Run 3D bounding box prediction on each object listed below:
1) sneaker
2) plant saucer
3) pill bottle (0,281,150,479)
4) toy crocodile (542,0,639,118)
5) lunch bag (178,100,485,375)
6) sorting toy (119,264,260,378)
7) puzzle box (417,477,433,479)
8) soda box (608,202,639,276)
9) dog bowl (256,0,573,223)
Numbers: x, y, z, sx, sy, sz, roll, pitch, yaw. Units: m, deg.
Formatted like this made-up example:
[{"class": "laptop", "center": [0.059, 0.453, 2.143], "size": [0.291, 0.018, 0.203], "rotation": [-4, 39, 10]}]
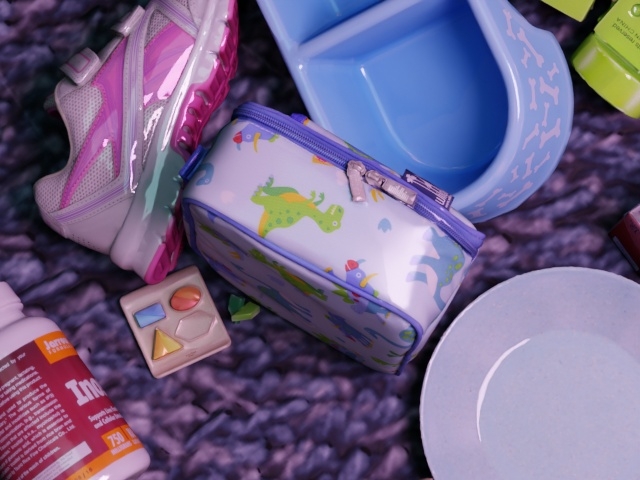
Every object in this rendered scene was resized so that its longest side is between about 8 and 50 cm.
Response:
[{"class": "sneaker", "center": [-0.120, -0.104, 1.174], "size": [0.111, 0.103, 0.252], "rotation": [15, 75, 3]}, {"class": "plant saucer", "center": [0.162, 0.116, 1.166], "size": [0.195, 0.037, 0.195], "rotation": [-1, 77, 5]}, {"class": "pill bottle", "center": [-0.183, 0.105, 1.139], "size": [0.086, 0.086, 0.152], "rotation": [-36, 83, -8]}, {"class": "toy crocodile", "center": [0.179, -0.183, 1.204], "size": [0.340, 0.105, 0.115], "rotation": [36, 111, 4]}, {"class": "lunch bag", "center": [0.000, 0.000, 1.097], "size": [0.176, 0.219, 0.090], "rotation": [29, 79, 4]}, {"class": "sorting toy", "center": [-0.085, 0.048, 1.190], "size": [0.083, 0.012, 0.062], "rotation": [-24, 81, -6]}, {"class": "puzzle box", "center": [-0.017, 0.291, 0.971], "size": [0.272, 0.409, 0.052], "rotation": [-15, 118, -5]}, {"class": "soda box", "center": [0.305, 0.069, 1.163], "size": [0.092, 0.083, 0.263], "rotation": [-34, 83, -7]}, {"class": "dog bowl", "center": [0.046, -0.146, 1.155], "size": [0.166, 0.074, 0.297], "rotation": [-25, 90, 23]}]
